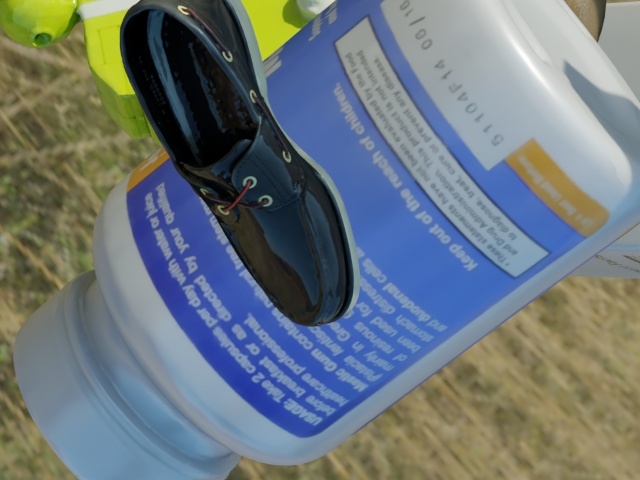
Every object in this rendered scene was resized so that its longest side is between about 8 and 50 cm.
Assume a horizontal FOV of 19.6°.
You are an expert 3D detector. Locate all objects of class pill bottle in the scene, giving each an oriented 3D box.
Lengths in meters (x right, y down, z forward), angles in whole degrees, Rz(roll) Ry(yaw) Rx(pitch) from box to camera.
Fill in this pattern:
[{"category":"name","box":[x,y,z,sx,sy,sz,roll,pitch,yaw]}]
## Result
[{"category":"pill bottle","box":[0.000,0.000,0.794,0.272,0.152,0.152,-37,135,19]}]

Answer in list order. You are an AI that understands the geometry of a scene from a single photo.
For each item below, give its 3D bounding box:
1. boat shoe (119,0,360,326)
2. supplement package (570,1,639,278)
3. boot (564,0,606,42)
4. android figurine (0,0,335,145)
[{"category":"boat shoe","box":[-0.029,-0.027,0.644,0.042,0.049,0.133,-36,104,-55]},{"category":"supplement package","box":[0.271,-0.066,1.296,0.175,0.293,0.178,14,80,-57]},{"category":"boot","box":[0.026,-0.116,1.065,0.112,0.305,0.115,19,77,-46]},{"category":"android figurine","box":[-0.043,-0.152,0.932,0.248,0.273,0.056,-11,150,-1]}]
